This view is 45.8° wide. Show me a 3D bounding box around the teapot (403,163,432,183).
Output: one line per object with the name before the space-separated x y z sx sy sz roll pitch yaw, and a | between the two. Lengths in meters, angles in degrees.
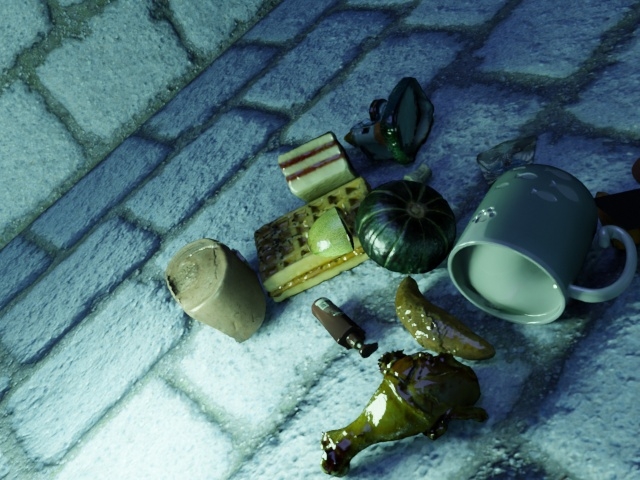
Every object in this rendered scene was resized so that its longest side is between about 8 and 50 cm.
teapot | 0.282 -0.183 2.146 0.083 0.057 0.067 -42 9 -23

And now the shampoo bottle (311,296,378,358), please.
shampoo bottle | 0.057 0.215 1.848 0.068 0.067 0.236 -47 36 -1

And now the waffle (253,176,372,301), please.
waffle | 0.000 0.000 2.108 0.376 0.114 0.261 -27 39 8

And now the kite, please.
kite | 0.489 -0.170 2.004 0.169 0.015 0.310 -14 37 26

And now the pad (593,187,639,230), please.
pad | 0.695 -0.073 1.639 0.190 0.004 0.127 -12 39 -19

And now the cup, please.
cup | 0.487 0.006 1.602 0.357 0.259 0.274 14 56 31

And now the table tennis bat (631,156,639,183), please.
table tennis bat | 0.815 -0.147 1.715 0.138 0.022 0.246 -35 33 0

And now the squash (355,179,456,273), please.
squash | 0.213 -0.033 1.875 0.252 0.165 0.252 8 54 -11

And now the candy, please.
candy | 0.003 -0.199 2.185 0.179 0.135 0.321 -26 -6 6

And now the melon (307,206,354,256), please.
melon | 0.016 -0.022 1.965 0.128 0.079 0.160 -30 39 2

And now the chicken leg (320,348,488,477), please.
chicken leg | 0.149 0.333 1.568 0.361 0.140 0.211 -22 45 10

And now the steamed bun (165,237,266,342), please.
steamed bun | -0.265 0.117 2.037 0.199 0.251 0.301 -51 36 2

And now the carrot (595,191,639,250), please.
carrot | 0.657 -0.058 1.698 0.072 0.072 0.205 -23 31 15

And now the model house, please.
model house | 0.175 -0.349 2.333 0.291 0.184 0.253 -9 46 38

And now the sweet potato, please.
sweet potato | 0.250 0.186 1.702 0.114 0.092 0.341 -25 33 -17
